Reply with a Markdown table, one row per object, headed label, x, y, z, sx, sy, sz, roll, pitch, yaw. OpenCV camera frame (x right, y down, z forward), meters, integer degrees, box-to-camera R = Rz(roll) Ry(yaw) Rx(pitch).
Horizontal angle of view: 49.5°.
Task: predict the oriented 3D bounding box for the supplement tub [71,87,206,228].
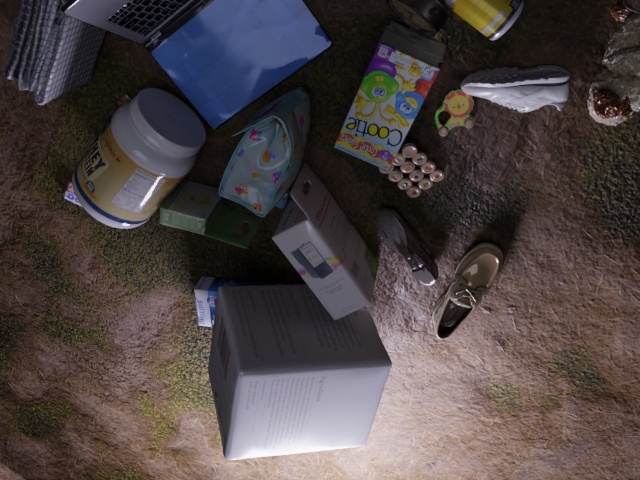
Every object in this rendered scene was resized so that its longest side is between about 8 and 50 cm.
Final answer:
| label | x | y | z | sx | sy | sz | roll | pitch | yaw |
| --- | --- | --- | --- | --- | --- | --- | --- | --- | --- |
| supplement tub | -0.453 | -0.204 | 1.739 | 0.228 | 0.228 | 0.316 | 40 | 121 | -12 |

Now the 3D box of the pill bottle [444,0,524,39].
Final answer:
| label | x | y | z | sx | sy | sz | roll | pitch | yaw |
| --- | --- | --- | --- | --- | --- | --- | --- | --- | --- |
| pill bottle | 0.323 | -0.511 | 1.447 | 0.184 | 0.103 | 0.103 | 35 | 122 | -10 |

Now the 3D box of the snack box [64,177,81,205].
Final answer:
| label | x | y | z | sx | sy | sz | roll | pitch | yaw |
| --- | --- | --- | --- | --- | --- | --- | --- | --- | --- |
| snack box | -0.632 | -0.109 | 1.961 | 0.178 | 0.022 | 0.064 | 26 | 124 | -4 |

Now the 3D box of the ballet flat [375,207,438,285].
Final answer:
| label | x | y | z | sx | sy | sz | roll | pitch | yaw |
| --- | --- | --- | --- | --- | --- | --- | --- | --- | --- |
| ballet flat | 0.233 | 0.010 | 1.824 | 0.250 | 0.058 | 0.084 | 51 | 140 | -12 |

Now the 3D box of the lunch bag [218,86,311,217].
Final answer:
| label | x | y | z | sx | sy | sz | roll | pitch | yaw |
| --- | --- | --- | --- | --- | --- | --- | --- | --- | --- |
| lunch bag | -0.115 | -0.224 | 1.651 | 0.160 | 0.223 | 0.262 | 26 | 123 | 3 |

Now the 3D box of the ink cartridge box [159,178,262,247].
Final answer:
| label | x | y | z | sx | sy | sz | roll | pitch | yaw |
| --- | --- | --- | --- | --- | --- | --- | --- | --- | --- |
| ink cartridge box | -0.279 | -0.073 | 1.814 | 0.235 | 0.171 | 0.056 | 15 | 123 | 3 |

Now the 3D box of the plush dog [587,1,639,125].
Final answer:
| label | x | y | z | sx | sy | sz | roll | pitch | yaw |
| --- | --- | --- | --- | --- | --- | --- | --- | --- | --- |
| plush dog | 0.637 | -0.344 | 1.434 | 0.210 | 0.262 | 0.225 | 40 | 117 | 27 |

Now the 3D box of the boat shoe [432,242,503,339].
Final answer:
| label | x | y | z | sx | sy | sz | roll | pitch | yaw |
| --- | --- | --- | --- | --- | --- | --- | --- | --- | --- |
| boat shoe | 0.387 | 0.140 | 1.836 | 0.109 | 0.098 | 0.302 | 26 | 123 | -4 |

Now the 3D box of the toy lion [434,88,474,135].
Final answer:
| label | x | y | z | sx | sy | sz | roll | pitch | yaw |
| --- | --- | --- | --- | --- | --- | --- | --- | --- | --- |
| toy lion | 0.313 | -0.303 | 1.623 | 0.100 | 0.034 | 0.096 | -16 | 109 | 22 |

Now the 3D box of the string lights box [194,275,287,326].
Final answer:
| label | x | y | z | sx | sy | sz | roll | pitch | yaw |
| --- | --- | --- | --- | --- | --- | --- | --- | --- | --- |
| string lights box | -0.228 | 0.189 | 2.020 | 0.259 | 0.077 | 0.133 | 6 | 122 | 9 |

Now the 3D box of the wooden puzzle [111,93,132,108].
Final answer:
| label | x | y | z | sx | sy | sz | roll | pitch | yaw |
| --- | --- | --- | --- | --- | --- | --- | --- | --- | --- |
| wooden puzzle | -0.499 | -0.347 | 1.794 | 0.049 | 0.006 | 0.083 | -30 | 110 | 27 |

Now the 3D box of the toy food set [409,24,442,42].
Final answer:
| label | x | y | z | sx | sy | sz | roll | pitch | yaw |
| --- | --- | --- | --- | --- | --- | --- | --- | --- | --- |
| toy food set | 0.229 | -0.449 | 1.556 | 0.082 | 0.020 | 0.083 | 31 | 122 | -7 |

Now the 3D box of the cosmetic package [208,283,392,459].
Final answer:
| label | x | y | z | sx | sy | sz | roll | pitch | yaw |
| --- | --- | --- | --- | --- | --- | --- | --- | --- | --- |
| cosmetic package | -0.072 | 0.337 | 1.849 | 0.393 | 0.329 | 0.327 | 0 | 125 | -18 |

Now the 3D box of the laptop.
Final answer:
| label | x | y | z | sx | sy | sz | roll | pitch | yaw |
| --- | --- | --- | --- | --- | --- | --- | --- | --- | --- |
| laptop | -0.254 | -0.468 | 1.521 | 0.382 | 0.408 | 0.236 | -31 | 77 | 22 |

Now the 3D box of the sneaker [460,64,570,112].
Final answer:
| label | x | y | z | sx | sy | sz | roll | pitch | yaw |
| --- | --- | --- | --- | --- | --- | --- | --- | --- | --- |
| sneaker | 0.432 | -0.330 | 1.549 | 0.235 | 0.090 | 0.095 | 3 | 131 | 13 |

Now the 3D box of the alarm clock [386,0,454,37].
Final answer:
| label | x | y | z | sx | sy | sz | roll | pitch | yaw |
| --- | --- | --- | --- | --- | --- | --- | --- | --- | --- |
| alarm clock | 0.192 | -0.504 | 1.476 | 0.192 | 0.129 | 0.064 | 35 | 93 | 27 |

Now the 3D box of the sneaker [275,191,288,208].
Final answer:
| label | x | y | z | sx | sy | sz | roll | pitch | yaw |
| --- | --- | --- | --- | --- | --- | --- | --- | --- | --- |
| sneaker | -0.165 | -0.108 | 1.832 | 0.162 | 0.063 | 0.073 | 6 | 125 | 10 |

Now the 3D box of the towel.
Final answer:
| label | x | y | z | sx | sy | sz | roll | pitch | yaw |
| --- | --- | --- | --- | --- | --- | --- | --- | --- | --- |
| towel | -0.596 | -0.480 | 1.600 | 0.121 | 0.235 | 0.284 | 30 | 122 | -2 |

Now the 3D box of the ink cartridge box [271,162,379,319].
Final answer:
| label | x | y | z | sx | sy | sz | roll | pitch | yaw |
| --- | --- | --- | --- | --- | --- | --- | --- | --- | --- |
| ink cartridge box | 0.000 | 0.000 | 1.773 | 0.119 | 0.207 | 0.353 | -27 | 111 | 24 |

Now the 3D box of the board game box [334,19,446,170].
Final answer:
| label | x | y | z | sx | sy | sz | roll | pitch | yaw |
| --- | --- | --- | --- | --- | --- | --- | --- | --- | --- |
| board game box | 0.153 | -0.322 | 1.564 | 0.144 | 0.142 | 0.275 | 23 | 129 | -2 |

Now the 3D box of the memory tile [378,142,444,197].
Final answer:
| label | x | y | z | sx | sy | sz | roll | pitch | yaw |
| --- | --- | --- | --- | --- | --- | --- | --- | --- | --- |
| memory tile | 0.225 | -0.170 | 1.707 | 0.113 | 0.012 | 0.148 | -35 | 126 | 27 |
